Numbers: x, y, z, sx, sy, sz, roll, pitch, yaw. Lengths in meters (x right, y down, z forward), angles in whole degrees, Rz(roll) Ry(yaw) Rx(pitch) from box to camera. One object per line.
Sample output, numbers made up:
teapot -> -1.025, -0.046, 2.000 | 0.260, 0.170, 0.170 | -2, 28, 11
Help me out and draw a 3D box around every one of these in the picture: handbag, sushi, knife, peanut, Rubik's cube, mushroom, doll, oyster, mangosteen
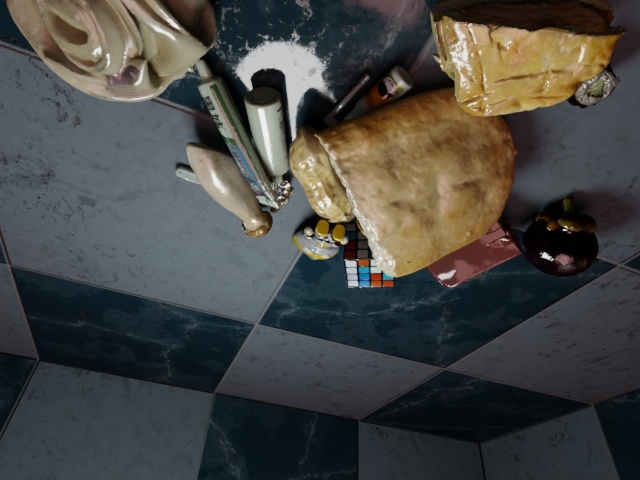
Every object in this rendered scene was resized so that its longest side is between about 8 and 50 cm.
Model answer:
handbag -> 0.411, -0.008, 1.249 | 0.275, 0.084, 0.260 | -33, 109, 36
sushi -> 0.555, -0.339, 0.874 | 0.098, 0.084, 0.094 | 29, 138, -21
knife -> -0.336, -0.173, 1.204 | 0.162, 0.023, 0.044 | 20, 136, -17
peanut -> 0.011, -0.161, 1.087 | 0.140, 0.154, 0.325 | -13, 144, 17
Rubik's cube -> 0.155, 0.047, 1.328 | 0.154, 0.151, 0.154 | -2, 139, 7
mushroom -> -0.242, -0.142, 1.144 | 0.128, 0.129, 0.350 | -13, 134, 20
doll -> 0.004, 0.002, 1.271 | 0.145, 0.104, 0.316 | -8, 170, -13
oyster -> -0.132, -0.127, 1.222 | 0.103, 0.051, 0.148 | 8, 151, 6
mangosteen -> 0.690, -0.009, 1.195 | 0.194, 0.194, 0.231 | 6, 119, -3

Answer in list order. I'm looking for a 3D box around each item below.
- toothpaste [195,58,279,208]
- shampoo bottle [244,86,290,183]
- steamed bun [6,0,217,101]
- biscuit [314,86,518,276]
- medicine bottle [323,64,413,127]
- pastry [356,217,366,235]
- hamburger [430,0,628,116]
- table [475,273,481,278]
toothpaste -> -0.202, -0.244, 1.019 | 0.098, 0.061, 0.392 | 21, 142, 49
shampoo bottle -> -0.125, -0.245, 1.049 | 0.085, 0.085, 0.263 | 1, 141, 4
steamed bun -> -0.372, -0.407, 0.745 | 0.367, 0.255, 0.342 | -19, 133, 24
biscuit -> 0.261, -0.130, 1.001 | 0.445, 0.104, 0.430 | -20, 115, 0
medicine bottle -> 0.102, -0.317, 0.969 | 0.092, 0.061, 0.220 | 46, 129, -9
pastry -> 0.161, -0.052, 1.247 | 0.109, 0.097, 0.057 | 23, 136, -22
hamburger -> 0.360, -0.352, 0.816 | 0.329, 0.162, 0.209 | 2, 143, 0
table -> 0.492, 0.070, 1.386 | 0.082, 0.070, 0.083 | 9, 139, -4
